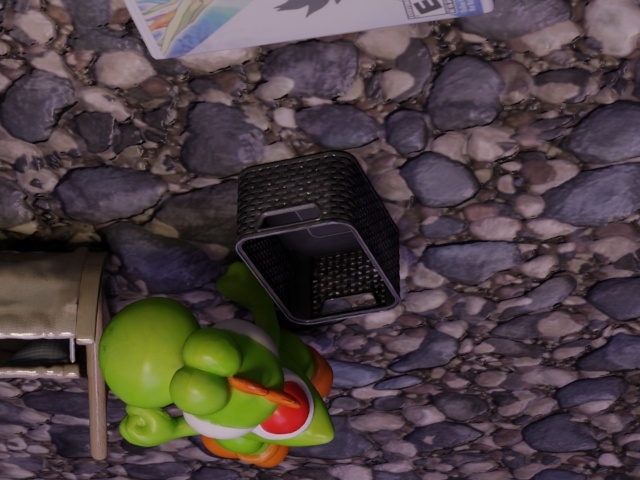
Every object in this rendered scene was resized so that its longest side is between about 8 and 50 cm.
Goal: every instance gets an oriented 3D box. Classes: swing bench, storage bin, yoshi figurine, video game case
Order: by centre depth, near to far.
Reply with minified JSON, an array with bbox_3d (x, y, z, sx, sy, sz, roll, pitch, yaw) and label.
[{"bbox_3d":[-0.037,-0.267,1.370,0.299,0.036,0.329,-7,148,12],"label":"video game case"},{"bbox_3d":[0.000,0.000,1.758,0.122,0.084,0.180,-11,147,17],"label":"storage bin"},{"bbox_3d":[-0.116,0.132,1.829,0.203,0.204,0.362,-18,166,8],"label":"yoshi figurine"},{"bbox_3d":[-0.348,0.099,1.855,0.253,0.165,0.255,2,143,-2],"label":"swing bench"}]
